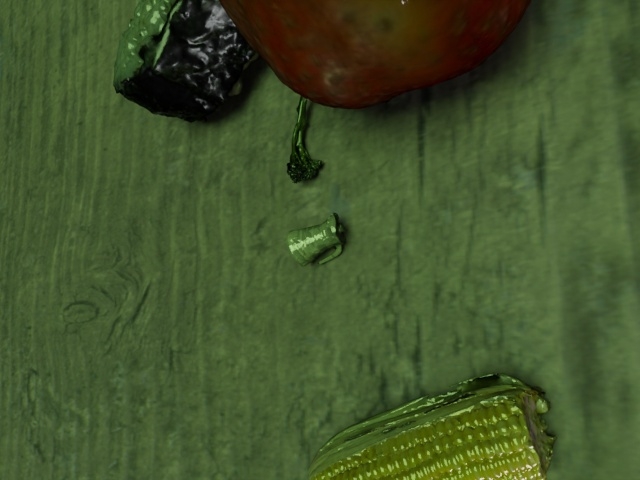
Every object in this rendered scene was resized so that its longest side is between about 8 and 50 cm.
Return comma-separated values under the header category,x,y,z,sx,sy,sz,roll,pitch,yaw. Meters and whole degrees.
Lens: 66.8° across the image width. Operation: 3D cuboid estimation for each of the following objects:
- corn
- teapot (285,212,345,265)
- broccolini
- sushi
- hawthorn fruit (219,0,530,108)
category,x,y,z,sx,sy,sz,roll,pitch,yaw
corn,0.123,0.257,0.570,0.305,0.122,0.123,-28,43,23
teapot,0.000,0.000,0.709,0.083,0.057,0.067,-27,108,22
broccolini,-0.031,-0.183,0.747,0.052,0.054,0.194,-178,88,-64
sushi,-0.195,-0.352,0.796,0.350,0.170,0.211,-46,45,21
hawthorn fruit,0.034,-0.361,0.536,0.402,0.402,0.403,-4,82,31
